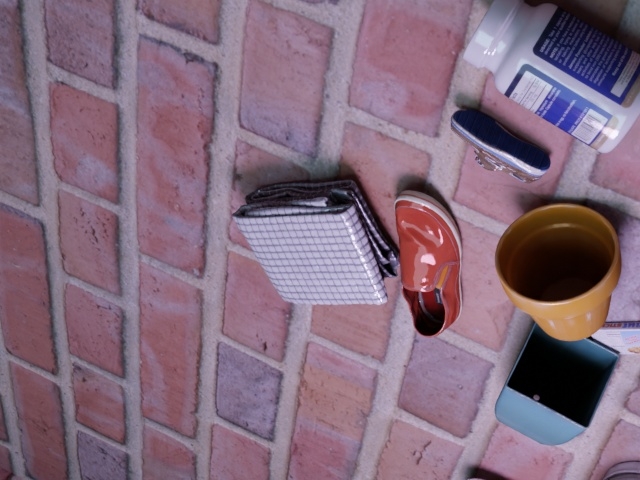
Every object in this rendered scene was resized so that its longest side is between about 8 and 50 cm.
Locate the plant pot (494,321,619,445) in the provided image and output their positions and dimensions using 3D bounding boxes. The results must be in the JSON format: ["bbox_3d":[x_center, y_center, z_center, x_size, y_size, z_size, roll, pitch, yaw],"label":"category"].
[{"bbox_3d":[0.428,0.289,2.173,0.165,0.165,0.234,27,153,8],"label":"plant pot"}]

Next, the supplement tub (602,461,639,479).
[{"bbox_3d":[0.612,0.617,2.250,0.228,0.316,0.228,19,137,18],"label":"supplement tub"}]

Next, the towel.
[{"bbox_3d":[0.000,0.000,2.216,0.284,0.121,0.235,-3,125,38],"label":"towel"}]

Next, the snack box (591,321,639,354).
[{"bbox_3d":[0.582,0.178,2.070,0.178,0.022,0.064,-5,127,37],"label":"snack box"}]

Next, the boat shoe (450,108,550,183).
[{"bbox_3d":[0.290,-0.150,1.913,0.183,0.066,0.066,33,141,2],"label":"boat shoe"}]

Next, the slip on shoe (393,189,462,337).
[{"bbox_3d":[0.199,0.049,2.141,0.123,0.101,0.331,10,133,28],"label":"slip on shoe"}]

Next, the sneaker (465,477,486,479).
[{"bbox_3d":[0.442,0.593,2.537,0.281,0.105,0.115,22,172,8],"label":"sneaker"}]

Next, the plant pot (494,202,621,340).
[{"bbox_3d":[0.419,0.072,1.960,0.205,0.205,0.188,8,148,28],"label":"plant pot"}]

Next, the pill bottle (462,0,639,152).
[{"bbox_3d":[0.354,-0.257,1.698,0.265,0.153,0.153,32,140,3],"label":"pill bottle"}]
